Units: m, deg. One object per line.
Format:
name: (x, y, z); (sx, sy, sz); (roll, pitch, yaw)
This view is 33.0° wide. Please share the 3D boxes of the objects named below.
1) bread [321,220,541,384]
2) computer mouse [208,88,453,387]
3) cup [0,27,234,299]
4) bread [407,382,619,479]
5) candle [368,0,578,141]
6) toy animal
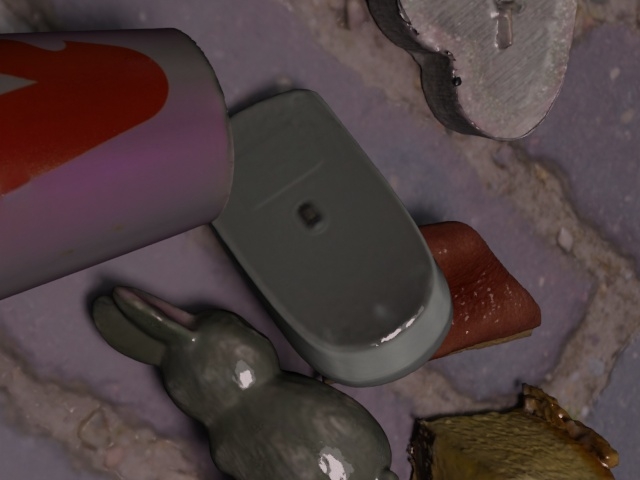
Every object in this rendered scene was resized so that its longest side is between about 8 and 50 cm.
bread: (0.088, 0.042, 0.856); (0.193, 0.067, 0.119); (-9, 103, -25)
computer mouse: (0.000, 0.000, 0.777); (0.128, 0.079, 0.230); (-31, 75, -8)
cup: (-0.209, -0.043, 0.639); (0.289, 0.203, 0.202); (-15, 102, -32)
bread: (0.156, 0.212, 0.896); (0.147, 0.127, 0.152); (-2, 113, -27)
candle: (0.134, -0.184, 0.857); (0.168, 0.068, 0.192); (-40, 113, -15)
toy animal: (-0.047, 0.108, 0.773); (0.236, 0.138, 0.108); (57, 39, -6)
